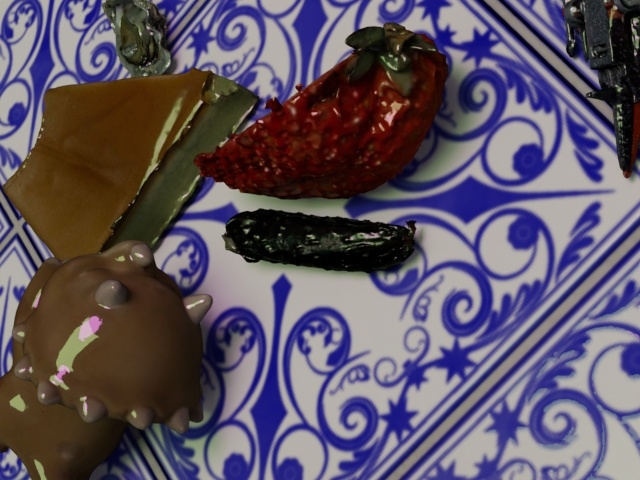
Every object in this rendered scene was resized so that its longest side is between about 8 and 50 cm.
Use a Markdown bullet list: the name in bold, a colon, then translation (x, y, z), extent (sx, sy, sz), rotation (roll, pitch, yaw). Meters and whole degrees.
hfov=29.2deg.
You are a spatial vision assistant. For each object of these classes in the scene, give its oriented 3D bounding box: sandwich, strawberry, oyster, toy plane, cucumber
- **sandwich**: translation (-0.201, -0.099, 1.188), extent (0.245, 0.063, 0.212), rotation (-53, 53, 10)
- **strawberry**: translation (0.015, -0.085, 0.999), extent (0.107, 0.175, 0.236), rotation (58, 152, -1)
- **oyster**: translation (-0.180, -0.203, 1.228), extent (0.098, 0.037, 0.100), rotation (-14, 89, 51)
- **toy plane**: translation (0.218, -0.141, 0.904), extent (0.130, 0.061, 0.189), rotation (-7, 75, 58)
- **cucumber**: translation (0.000, 0.000, 1.028), extent (0.181, 0.053, 0.053), rotation (3, 79, 35)

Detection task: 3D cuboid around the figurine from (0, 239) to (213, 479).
- **figurine**: translation (-0.190, 0.125, 1.049), extent (0.247, 0.177, 0.173), rotation (-55, 35, -4)
